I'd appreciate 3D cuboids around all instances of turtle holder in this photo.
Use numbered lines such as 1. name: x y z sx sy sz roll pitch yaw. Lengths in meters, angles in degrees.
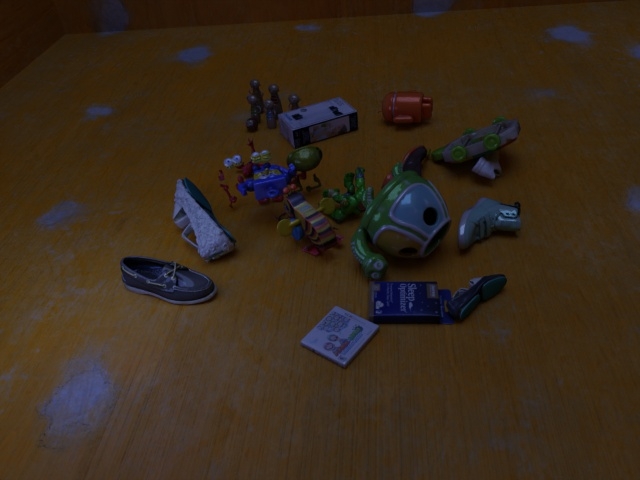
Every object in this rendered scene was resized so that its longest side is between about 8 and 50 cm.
1. turtle holder: 0.233 -0.054 1.718 0.227 0.243 0.320 38 45 21

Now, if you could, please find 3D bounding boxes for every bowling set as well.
1. bowling set: -0.234 -0.564 2.493 0.287 0.154 0.200 18 44 29

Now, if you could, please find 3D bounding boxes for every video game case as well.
1. video game case: 0.051 0.247 1.533 0.143 0.019 0.157 22 46 32

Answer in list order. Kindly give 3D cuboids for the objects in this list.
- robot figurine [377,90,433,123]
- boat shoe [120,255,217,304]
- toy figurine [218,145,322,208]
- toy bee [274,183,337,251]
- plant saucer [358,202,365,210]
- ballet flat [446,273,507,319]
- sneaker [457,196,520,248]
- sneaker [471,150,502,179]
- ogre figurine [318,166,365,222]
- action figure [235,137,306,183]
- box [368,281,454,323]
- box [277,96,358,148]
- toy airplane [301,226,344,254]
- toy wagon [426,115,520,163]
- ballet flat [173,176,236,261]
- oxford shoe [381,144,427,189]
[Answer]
1. robot figurine: 0.348 -0.547 2.416 0.220 0.158 0.128 5 -1 13
2. boat shoe: -0.449 0.110 1.718 0.305 0.091 0.109 8 40 18
3. toy figurine: -0.142 -0.177 1.936 0.363 0.191 0.217 -11 30 -10
4. toy bee: -0.069 -0.083 1.823 0.298 0.162 0.195 13 42 35
5. plant saucer: 0.125 -0.123 1.998 0.084 0.013 0.083 -4 37 3
6. ballet flat: 0.414 0.138 1.584 0.203 0.074 0.074 -32 45 -26
7. sneaker: 0.517 -0.049 1.779 0.151 0.094 0.256 14 40 33
8. sneaker: 0.606 -0.266 2.079 0.094 0.080 0.212 37 41 9
9. ogre figurine: 0.086 -0.142 1.936 0.197 0.097 0.118 -31 55 4
10. action figure: -0.198 -0.289 2.162 0.281 0.139 0.091 9 39 23
11. box: 0.245 0.167 1.597 0.226 0.036 0.136 0 39 6
12. box: -0.010 -0.487 2.420 0.290 0.087 0.169 -19 40 -16
13. toy airplane: 0.000 0.000 1.846 0.151 0.028 0.151 -9 33 6
14. toy wagon: 0.539 -0.349 2.120 0.345 0.068 0.267 -18 16 30
15. ballet flat: -0.411 -0.070 1.919 0.147 0.146 0.409 -22 41 -19
16. oxford shoe: 0.319 -0.239 2.073 0.098 0.096 0.271 32 56 15
